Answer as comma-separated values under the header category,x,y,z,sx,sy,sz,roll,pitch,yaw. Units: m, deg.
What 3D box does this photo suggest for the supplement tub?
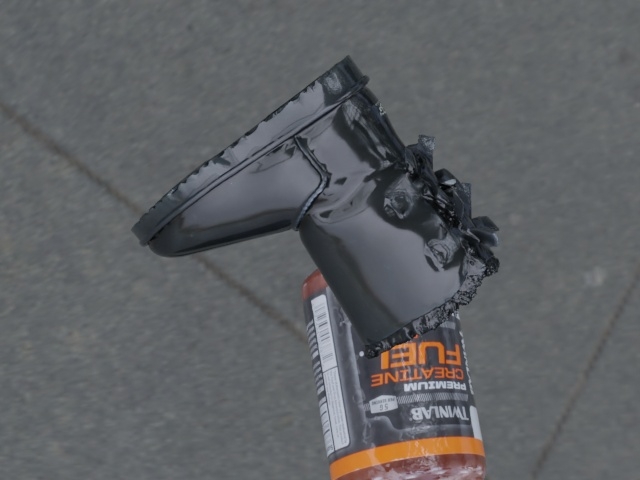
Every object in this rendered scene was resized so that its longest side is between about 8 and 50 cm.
category,x,y,z,sx,sy,sz,roll,pitch,yaw
supplement tub,0.052,0.111,1.144,0.106,0.106,0.198,-1,71,-27

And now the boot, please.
category,x,y,z,sx,sy,sz,roll,pitch,yaw
boot,0.000,0.000,0.645,0.099,0.121,0.045,53,22,-4
